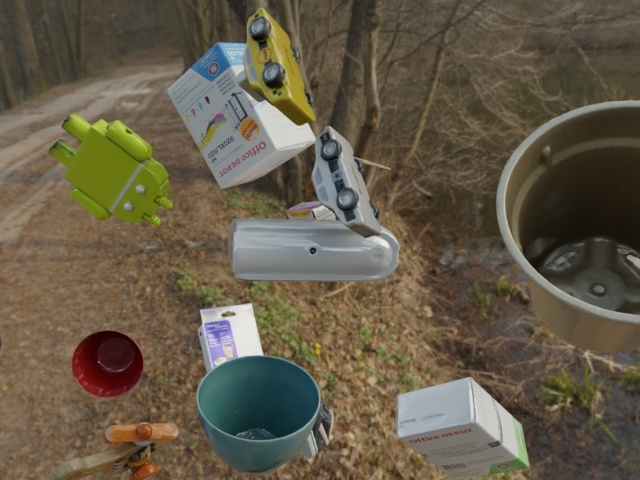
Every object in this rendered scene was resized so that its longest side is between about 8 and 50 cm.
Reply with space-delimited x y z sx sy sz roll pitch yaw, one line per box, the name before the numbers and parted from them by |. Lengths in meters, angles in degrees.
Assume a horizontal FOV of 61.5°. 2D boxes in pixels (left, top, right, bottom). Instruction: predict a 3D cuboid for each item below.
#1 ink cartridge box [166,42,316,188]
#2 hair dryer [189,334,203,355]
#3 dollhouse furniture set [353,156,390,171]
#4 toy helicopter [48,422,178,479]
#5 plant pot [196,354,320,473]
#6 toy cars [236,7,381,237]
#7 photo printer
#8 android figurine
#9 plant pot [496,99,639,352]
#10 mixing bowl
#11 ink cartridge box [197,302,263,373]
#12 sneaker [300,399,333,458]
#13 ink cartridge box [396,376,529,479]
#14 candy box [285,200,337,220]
ink cartridge box | -0.158 -0.255 1.106 0.171 0.232 0.168 -28 1 32
hair dryer | -0.349 0.422 1.963 0.293 0.223 0.080 -25 -5 20
dollhouse furniture set | 0.116 -0.191 1.746 0.123 0.151 0.144 7 16 -38
toy helicopter | -0.537 0.567 1.420 0.140 0.235 0.355 53 19 22
plant pot | -0.155 0.447 1.310 0.290 0.195 0.290 6 26 -3
toy cars | -0.026 -0.169 0.855 0.087 0.393 0.176 -26 15 21
photo printer | -0.015 0.015 1.010 0.307 0.107 0.256 1 4 -12
android figurine | -0.439 -0.139 1.146 0.248 0.273 0.056 -41 15 34
plant pot | 0.439 0.020 0.811 0.334 0.305 0.334 -8 60 14
mixing bowl | -0.560 0.319 1.444 0.181 0.181 0.098 -7 5 -8
ink cartridge box | -0.287 0.314 1.716 0.206 0.208 0.045 0 -19 -45
sneaker | -0.042 0.579 1.844 0.127 0.321 0.126 -25 23 -32
ink cartridge box | 0.333 0.449 1.265 0.198 0.273 0.114 -25 38 30
candy box | 0.000 0.000 1.619 0.071 0.233 0.159 -29 15 -29
